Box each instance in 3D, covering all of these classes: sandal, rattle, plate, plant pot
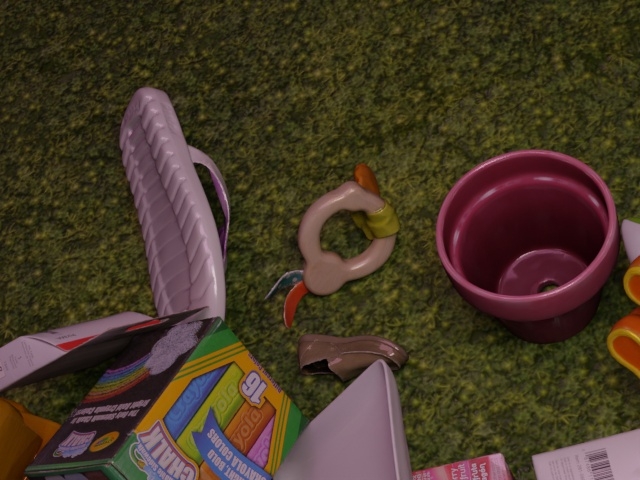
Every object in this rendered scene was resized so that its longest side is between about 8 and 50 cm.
[{"bbox_3d":[-0.168,-0.039,1.807,0.102,0.169,0.416,0,56,-30],"label":"sandal"},{"bbox_3d":[0.000,0.000,1.753,0.199,0.130,0.142,-53,42,16],"label":"rattle"},{"bbox_3d":[0.033,0.309,1.479,0.045,0.277,0.278,11,53,-26],"label":"plate"},{"bbox_3d":[0.248,0.024,1.580,0.201,0.180,0.201,-9,57,14],"label":"plant pot"}]

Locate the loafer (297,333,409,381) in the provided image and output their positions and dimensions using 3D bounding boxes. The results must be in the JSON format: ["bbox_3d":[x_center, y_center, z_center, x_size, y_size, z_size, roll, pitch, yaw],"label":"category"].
[{"bbox_3d":[0.037,0.146,1.660,0.148,0.056,0.050,0,60,31],"label":"loafer"}]

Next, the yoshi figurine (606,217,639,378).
[{"bbox_3d":[0.473,0.022,1.478,0.204,0.203,0.362,-13,20,50],"label":"yoshi figurine"}]

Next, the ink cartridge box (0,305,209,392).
[{"bbox_3d":[-0.275,0.112,1.666,0.225,0.181,0.056,-30,79,35],"label":"ink cartridge box"}]

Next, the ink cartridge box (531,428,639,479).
[{"bbox_3d":[0.350,0.285,1.437,0.219,0.092,0.160,-15,56,10],"label":"ink cartridge box"}]

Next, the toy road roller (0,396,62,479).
[{"bbox_3d":[-0.418,0.270,1.626,0.330,0.240,0.202,12,64,25],"label":"toy road roller"}]

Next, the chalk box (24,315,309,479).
[{"bbox_3d":[-0.184,0.253,1.514,0.180,0.179,0.289,-14,32,48],"label":"chalk box"}]

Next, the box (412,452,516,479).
[{"bbox_3d":[0.167,0.370,1.429,0.123,0.128,0.256,-14,57,11],"label":"box"}]
